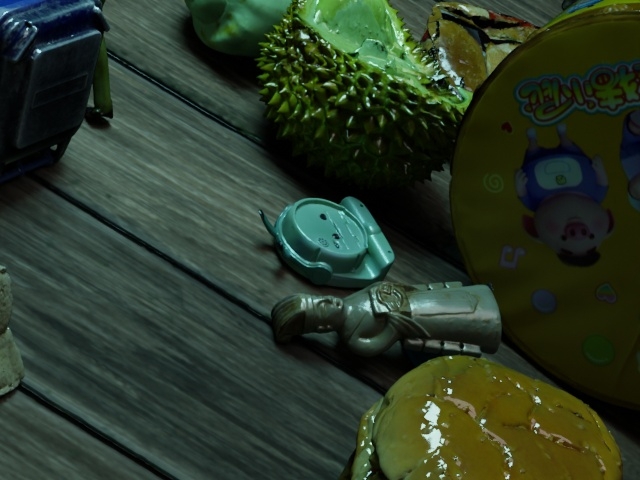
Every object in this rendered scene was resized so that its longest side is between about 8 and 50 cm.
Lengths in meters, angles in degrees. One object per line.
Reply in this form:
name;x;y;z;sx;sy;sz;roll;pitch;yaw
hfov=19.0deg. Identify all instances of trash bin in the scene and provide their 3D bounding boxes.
trash bin;-0.331;-0.177;1.755;0.234;0.184;0.162;29;30;20

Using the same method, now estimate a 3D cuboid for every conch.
conch;-0.055;-0.262;2.095;0.250;0.143;0.137;7;67;-54

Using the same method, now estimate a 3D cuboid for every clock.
clock;0.000;0.000;1.867;0.135;0.041;0.101;0;44;-36

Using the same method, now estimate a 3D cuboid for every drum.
drum;0.348;-0.056;1.868;0.431;0.431;0.214;37;36;10

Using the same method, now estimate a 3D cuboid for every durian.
durian;0.044;-0.151;1.975;0.237;0.176;0.200;40;45;23

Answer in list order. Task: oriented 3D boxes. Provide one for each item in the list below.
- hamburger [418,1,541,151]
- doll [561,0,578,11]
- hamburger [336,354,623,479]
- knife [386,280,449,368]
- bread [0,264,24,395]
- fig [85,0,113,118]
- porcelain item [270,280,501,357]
hamburger;0.195;-0.171;2.175;0.231;0.107;0.231;23;37;-18
doll;0.407;-0.125;2.088;0.318;0.339;0.209;11;13;22
hamburger;0.138;0.203;1.594;0.244;0.163;0.244;13;41;-12
knife;0.117;0.150;1.782;0.044;0.026;0.296;6;44;-26
bread;-0.325;0.067;1.561;0.152;0.105;0.077;11;24;31
fig;-0.255;-0.243;1.844;0.151;0.151;0.259;-19;86;-48
porcelain item;0.060;0.070;1.784;0.213;0.054;0.084;2;43;-18
